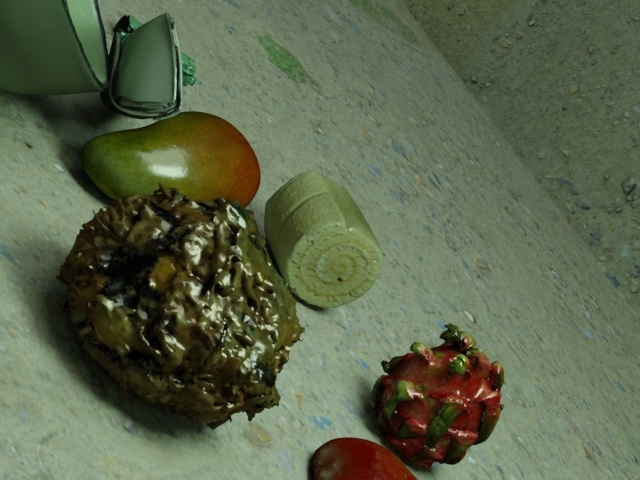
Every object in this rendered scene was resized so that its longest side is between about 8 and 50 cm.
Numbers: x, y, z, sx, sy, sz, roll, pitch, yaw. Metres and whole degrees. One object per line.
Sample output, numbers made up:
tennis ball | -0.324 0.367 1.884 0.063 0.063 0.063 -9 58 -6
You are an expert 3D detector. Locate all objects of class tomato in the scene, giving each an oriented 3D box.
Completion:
tomato | 0.076 0.292 1.525 0.174 0.082 0.166 37 19 -18

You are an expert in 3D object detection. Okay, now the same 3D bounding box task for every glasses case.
glasses case | -0.227 -0.217 1.721 0.083 0.128 0.308 5 5 -13

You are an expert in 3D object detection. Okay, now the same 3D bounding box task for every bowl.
bowl | -0.375 -0.317 1.550 0.354 0.185 0.354 166 -90 -90

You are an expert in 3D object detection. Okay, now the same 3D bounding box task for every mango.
mango | -0.172 -0.087 1.713 0.146 0.129 0.289 62 29 4

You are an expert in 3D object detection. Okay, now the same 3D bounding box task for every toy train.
toy train | -0.252 -0.286 2.086 0.148 0.038 0.071 34 19 -31

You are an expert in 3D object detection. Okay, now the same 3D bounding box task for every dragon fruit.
dragon fruit | 0.152 0.194 1.751 0.166 0.172 0.160 51 19 16

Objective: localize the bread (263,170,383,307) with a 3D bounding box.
bread | 0.000 0.000 1.887 0.148 0.134 0.141 46 11 -36

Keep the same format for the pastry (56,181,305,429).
pastry | -0.129 0.058 1.392 0.275 0.193 0.275 42 18 -17
